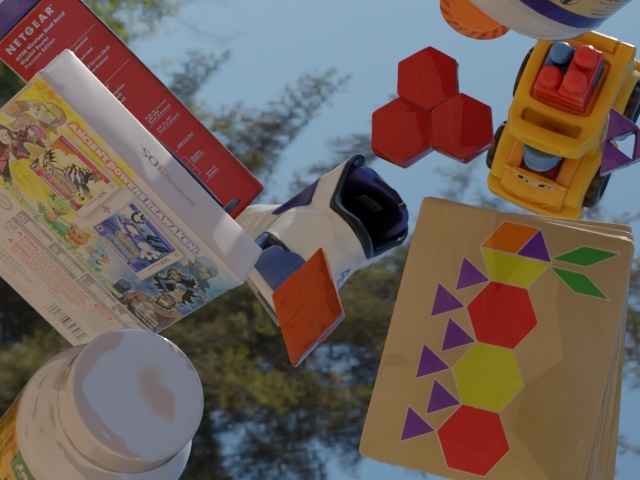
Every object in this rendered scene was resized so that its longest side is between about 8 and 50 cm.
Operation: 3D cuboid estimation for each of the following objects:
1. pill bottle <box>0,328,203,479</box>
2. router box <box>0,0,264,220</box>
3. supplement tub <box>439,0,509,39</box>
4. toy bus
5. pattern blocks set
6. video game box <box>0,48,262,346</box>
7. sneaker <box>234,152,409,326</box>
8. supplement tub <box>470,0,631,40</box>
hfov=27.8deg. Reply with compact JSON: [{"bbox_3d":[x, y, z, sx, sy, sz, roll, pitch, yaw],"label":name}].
[{"bbox_3d":[-0.156,0.138,0.869,0.208,0.118,0.117,-44,-125,51],"label":"pill bottle"},{"bbox_3d":[-0.237,-0.173,1.234,0.082,0.301,0.335,-46,-136,-2],"label":"router box"},{"bbox_3d":[0.211,-0.335,1.550,0.117,0.117,0.190,-42,-160,52],"label":"supplement tub"},{"bbox_3d":[0.280,-0.145,1.497,0.149,0.211,0.220,23,-91,15],"label":"toy bus"},{"bbox_3d":[0.112,0.062,0.794,0.026,0.285,0.324,68,44,-75],"label":"pattern blocks set"},{"bbox_3d":[-0.176,-0.016,0.960,0.187,0.048,0.205,-29,-70,41],"label":"video game box"},{"bbox_3d":[0.000,0.000,1.382,0.127,0.182,0.315,57,-5,-10],"label":"sneaker"},{"bbox_3d":[0.230,-0.324,0.924,0.331,0.241,0.241,-37,-120,38],"label":"supplement tub"}]
